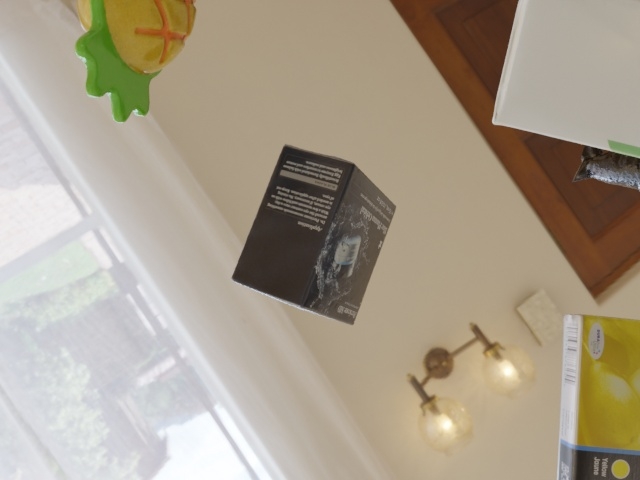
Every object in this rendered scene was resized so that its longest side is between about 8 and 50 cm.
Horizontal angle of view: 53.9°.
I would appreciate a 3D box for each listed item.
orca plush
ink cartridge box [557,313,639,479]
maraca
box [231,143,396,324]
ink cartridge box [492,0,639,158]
[{"bbox_3d":[0.484,-0.129,0.859,0.151,0.102,0.287,-30,-152,-16],"label":"orca plush"},{"bbox_3d":[0.516,0.275,0.946,0.307,0.304,0.072,5,173,-2],"label":"ink cartridge box"},{"bbox_3d":[-0.169,-0.199,0.567,0.099,0.186,0.127,4,161,20],"label":"maraca"},{"bbox_3d":[0.000,0.000,0.708,0.156,0.093,0.158,31,79,-63],"label":"box"},{"bbox_3d":[0.226,-0.131,0.430,0.212,0.154,0.093,-44,146,-50],"label":"ink cartridge box"}]
